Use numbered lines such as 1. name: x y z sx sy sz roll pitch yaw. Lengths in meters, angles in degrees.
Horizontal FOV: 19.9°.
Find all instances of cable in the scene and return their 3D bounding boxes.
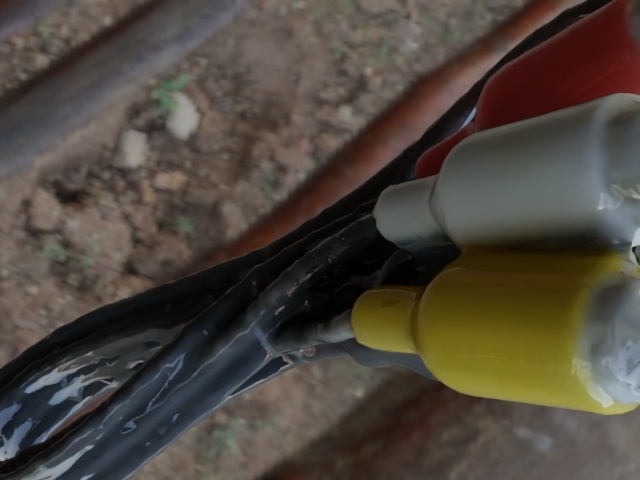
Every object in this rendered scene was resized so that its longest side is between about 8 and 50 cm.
1. cable: 0.000 0.000 0.477 0.072 0.287 0.139 45 47 -36
